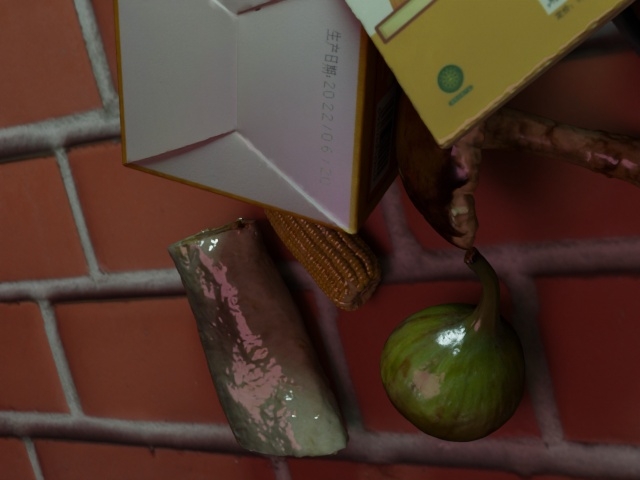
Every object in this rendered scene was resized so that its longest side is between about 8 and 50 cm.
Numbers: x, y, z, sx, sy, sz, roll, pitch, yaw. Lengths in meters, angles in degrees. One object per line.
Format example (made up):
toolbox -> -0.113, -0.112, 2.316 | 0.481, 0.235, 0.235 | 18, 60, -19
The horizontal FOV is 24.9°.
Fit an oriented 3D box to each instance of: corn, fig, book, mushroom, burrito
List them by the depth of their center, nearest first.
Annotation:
book -> 0.097, -0.249, 1.132 | 0.208, 0.020, 0.295 | -38, 72, 25
mushroom -> 0.197, -0.070, 1.327 | 0.302, 0.233, 0.208 | 38, 107, -1
fig -> 0.144, 0.091, 1.426 | 0.149, 0.149, 0.245 | 40, 140, 25
corn -> 0.000, 0.000, 1.601 | 0.165, 0.063, 0.085 | 48, 158, 21
burrito -> -0.077, 0.122, 1.699 | 0.143, 0.105, 0.299 | -23, 89, 43

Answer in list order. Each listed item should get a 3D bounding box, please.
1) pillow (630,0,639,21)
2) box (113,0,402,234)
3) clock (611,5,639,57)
pillow -> 0.328, -0.237, 1.024 | 0.305, 0.108, 0.308 | 58, 143, 8
box -> -0.036, -0.203, 1.380 | 0.260, 0.214, 0.283 | 17, 129, 18
clock -> 0.372, -0.276, 1.106 | 0.386, 0.076, 0.386 | 19, 120, 37
